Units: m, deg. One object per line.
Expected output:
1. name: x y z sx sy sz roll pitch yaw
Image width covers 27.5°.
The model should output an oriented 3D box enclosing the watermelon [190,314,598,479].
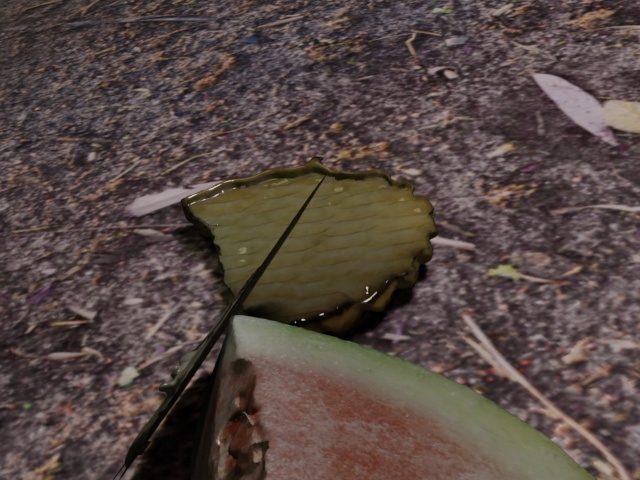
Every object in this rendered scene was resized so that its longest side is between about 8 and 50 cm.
1. watermelon: 0.014 0.163 0.669 0.310 0.193 0.232 29 29 35

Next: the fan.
1. fan: -0.079 0.076 0.748 0.012 0.233 0.414 33 20 0

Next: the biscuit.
1. biscuit: 0.000 0.000 1.046 0.187 0.036 0.273 -18 28 -7
